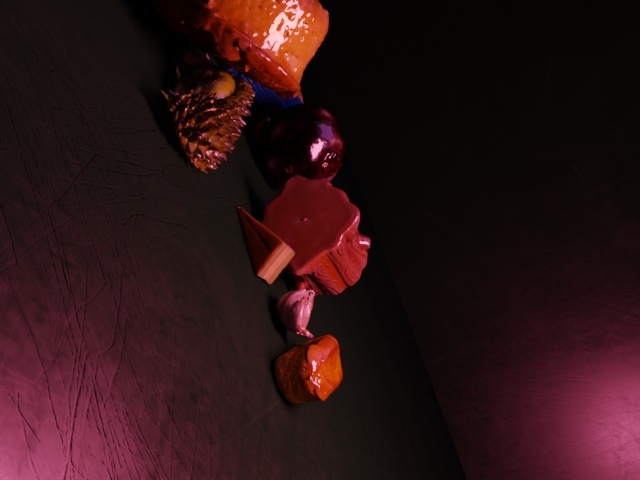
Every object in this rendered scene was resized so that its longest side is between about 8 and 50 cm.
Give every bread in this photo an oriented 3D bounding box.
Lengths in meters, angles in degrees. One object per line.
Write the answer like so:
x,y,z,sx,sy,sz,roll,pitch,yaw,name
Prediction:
-0.161,-0.449,1.490,0.398,0.215,0.398,35,7,-5,bread
-0.012,0.238,1.401,0.245,0.094,0.102,4,69,-79,bread
-0.131,0.009,1.501,0.139,0.084,0.074,38,-3,26,bread

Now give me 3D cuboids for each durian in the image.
-0.222,-0.243,1.411,0.169,0.158,0.352,26,24,-16,durian

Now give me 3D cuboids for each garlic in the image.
-0.048,0.136,1.467,0.113,0.074,0.094,-177,-80,-75,garlic

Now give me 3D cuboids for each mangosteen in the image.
-0.066,-0.239,1.883,0.265,0.228,0.228,30,-10,29,mangosteen

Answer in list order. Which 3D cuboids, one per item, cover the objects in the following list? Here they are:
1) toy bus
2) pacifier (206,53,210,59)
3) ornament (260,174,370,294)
-0.146,-0.414,1.984,0.288,0.138,0.175,55,15,-49,toy bus
-0.229,-0.599,1.768,0.220,0.273,0.332,52,7,9,pacifier
0.000,0.000,1.648,0.218,0.221,0.235,58,21,-60,ornament
